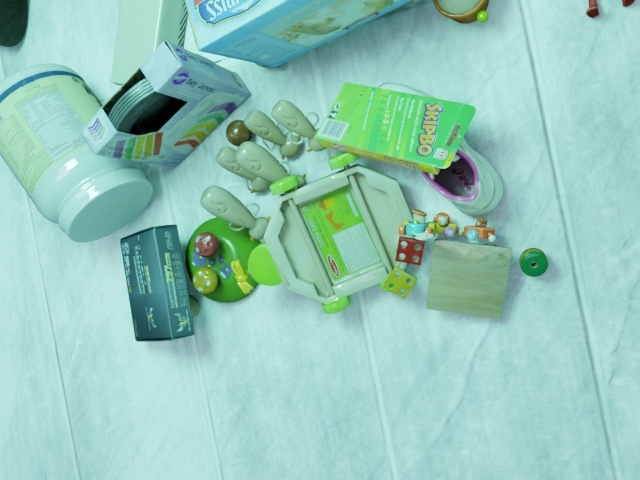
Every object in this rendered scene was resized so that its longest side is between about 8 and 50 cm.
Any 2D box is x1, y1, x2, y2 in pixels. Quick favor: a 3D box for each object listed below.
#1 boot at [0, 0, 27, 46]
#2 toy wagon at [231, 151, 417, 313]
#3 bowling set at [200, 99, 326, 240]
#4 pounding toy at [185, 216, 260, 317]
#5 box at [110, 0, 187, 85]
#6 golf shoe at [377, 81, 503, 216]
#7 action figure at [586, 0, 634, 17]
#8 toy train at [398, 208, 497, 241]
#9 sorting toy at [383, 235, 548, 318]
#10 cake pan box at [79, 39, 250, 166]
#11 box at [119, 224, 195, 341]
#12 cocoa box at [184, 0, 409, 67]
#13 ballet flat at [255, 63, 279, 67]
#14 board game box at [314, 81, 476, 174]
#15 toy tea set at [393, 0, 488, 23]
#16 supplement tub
[{"bbox_3d":[-0.821,-0.655,1.520,0.284,0.138,0.378,10,102,21],"label":"boot"},{"bbox_3d":[0.000,0.000,1.204,0.344,0.068,0.267,-22,101,9],"label":"toy wagon"},{"bbox_3d":[-0.102,-0.167,1.272,0.154,0.200,0.287,33,115,-29],"label":"bowling set"},{"bbox_3d":[-0.242,0.054,1.337,0.236,0.110,0.183,-26,83,21],"label":"pounding toy"},{"bbox_3d":[-0.351,-0.453,1.359,0.113,0.094,0.275,14,99,21],"label":"box"},{"bbox_3d":[0.194,-0.171,1.133,0.306,0.140,0.115,47,109,14],"label":"golf shoe"},{"bbox_3d":[0.427,-0.514,1.023,0.091,0.139,0.281,-14,85,21],"label":"action figure"},{"bbox_3d":[0.219,-0.027,1.127,0.125,0.166,0.046,15,103,62],"label":"toy train"},{"bbox_3d":[0.252,0.061,1.155,0.274,0.046,0.133,7,110,9],"label":"sorting toy"},{"bbox_3d":[-0.294,-0.252,1.257,0.245,0.267,0.070,-41,76,16],"label":"cake pan box"},{"bbox_3d":[-0.347,0.093,1.366,0.183,0.059,0.233,-11,88,50],"label":"box"},{"bbox_3d":[-0.036,-0.463,1.065,0.346,0.231,0.228,-16,87,32],"label":"cocoa box"},{"bbox_3d":[-0.067,-0.433,1.271,0.067,0.073,0.206,23,106,-9],"label":"ballet flat"},{"bbox_3d":[0.125,-0.193,1.099,0.259,0.039,0.124,18,73,34],"label":"board game box"},{"bbox_3d":[0.170,-0.497,1.129,0.335,0.124,0.200,17,99,20],"label":"toy tea set"},{"bbox_3d":[-0.528,-0.182,1.370,0.235,0.235,0.325,-43,78,19],"label":"supplement tub"}]
